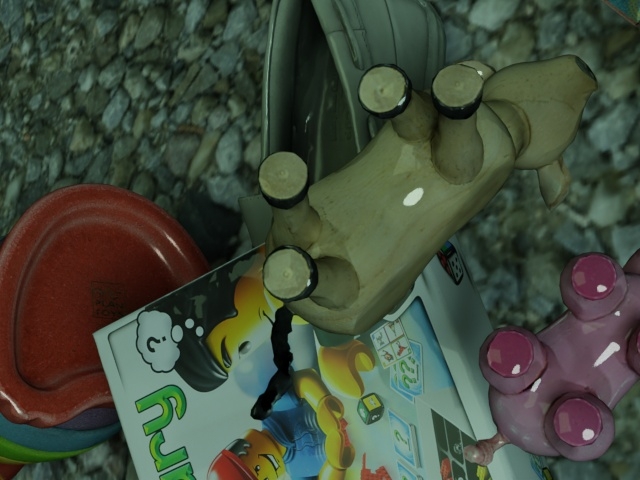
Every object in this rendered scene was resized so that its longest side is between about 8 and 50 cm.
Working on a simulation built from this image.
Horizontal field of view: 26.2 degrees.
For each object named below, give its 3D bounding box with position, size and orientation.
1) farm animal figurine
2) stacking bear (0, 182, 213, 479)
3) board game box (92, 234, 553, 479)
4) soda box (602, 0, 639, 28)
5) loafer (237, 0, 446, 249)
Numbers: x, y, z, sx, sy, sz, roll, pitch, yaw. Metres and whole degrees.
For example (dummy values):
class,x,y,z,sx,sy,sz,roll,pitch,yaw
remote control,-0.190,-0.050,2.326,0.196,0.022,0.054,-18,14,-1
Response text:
class,x,y,z,sx,sy,sz,roll,pitch,yaw
farm animal figurine,0.156,-0.060,0.538,0.330,0.172,0.326,9,81,13
stacking bear,-0.205,0.090,0.942,0.289,0.175,0.164,-34,56,46
board game box,0.020,0.146,0.652,0.193,0.053,0.305,-28,73,26
soda box,0.138,-0.164,0.696,0.058,0.063,0.183,-57,43,19
loafer,0.000,0.000,0.762,0.112,0.111,0.319,-13,69,46
